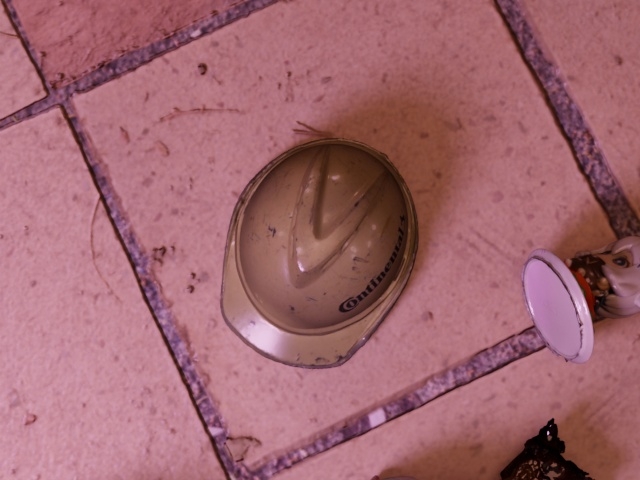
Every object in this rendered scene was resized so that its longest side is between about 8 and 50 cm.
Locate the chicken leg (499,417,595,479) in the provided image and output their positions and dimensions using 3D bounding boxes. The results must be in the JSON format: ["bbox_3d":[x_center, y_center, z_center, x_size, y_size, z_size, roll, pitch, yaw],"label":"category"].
[{"bbox_3d":[0.218,0.302,1.410,0.105,0.063,0.233,22,84,8],"label":"chicken leg"}]

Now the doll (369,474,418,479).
[{"bbox_3d":[0.108,0.295,1.363,0.181,0.107,0.110,7,70,31],"label":"doll"}]

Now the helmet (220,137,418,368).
[{"bbox_3d":[-0.001,0.003,1.413,0.204,0.137,0.257,20,82,3],"label":"helmet"}]

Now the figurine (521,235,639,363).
[{"bbox_3d":[0.307,0.049,1.429,0.154,0.132,0.132,-20,82,-16],"label":"figurine"}]
